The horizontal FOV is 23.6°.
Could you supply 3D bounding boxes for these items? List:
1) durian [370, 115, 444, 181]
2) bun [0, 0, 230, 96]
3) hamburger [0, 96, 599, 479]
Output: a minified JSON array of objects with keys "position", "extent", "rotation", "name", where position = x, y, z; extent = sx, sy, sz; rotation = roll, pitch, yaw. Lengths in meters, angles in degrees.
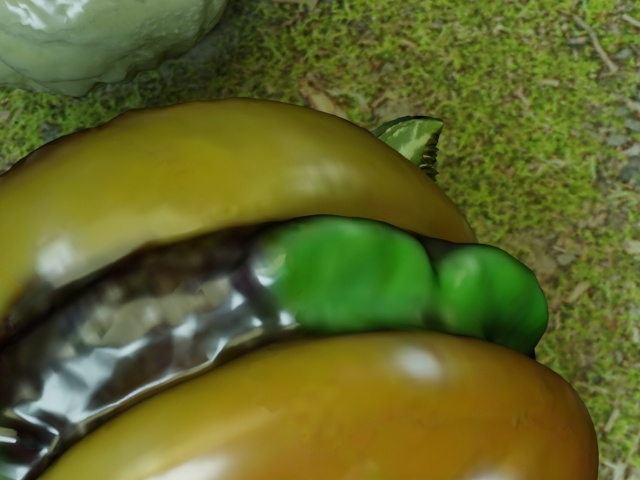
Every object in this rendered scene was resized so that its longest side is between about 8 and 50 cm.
[{"position":[0.004,0.008,1.077],"extent":[0.220,0.137,0.095],"rotation":[-38,97,-16],"name":"durian"},{"position":[-0.196,-0.269,1.174],"extent":[0.352,0.227,0.349],"rotation":[6,69,19],"name":"bun"},{"position":[-0.033,0.134,0.856],"extent":[0.395,0.396,0.277],"rotation":[-27,53,-4],"name":"hamburger"}]
